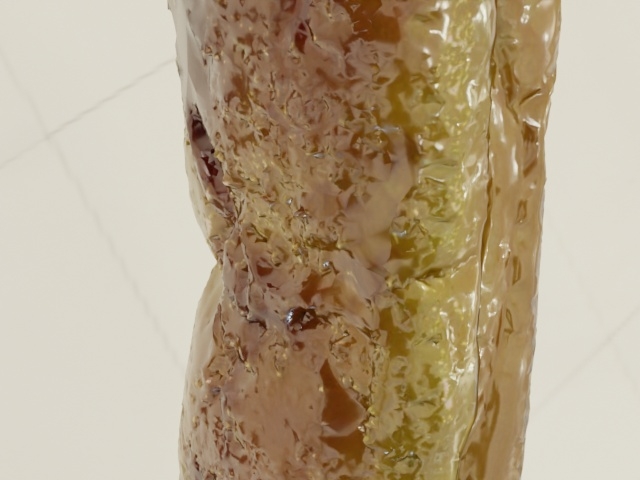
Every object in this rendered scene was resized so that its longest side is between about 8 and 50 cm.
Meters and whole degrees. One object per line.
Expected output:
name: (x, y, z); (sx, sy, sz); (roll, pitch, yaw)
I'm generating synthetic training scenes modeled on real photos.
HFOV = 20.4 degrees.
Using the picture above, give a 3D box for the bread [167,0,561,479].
bread: (0.001, -0.001, 0.540); (0.077, 0.139, 0.271); (-16, 121, -36)
